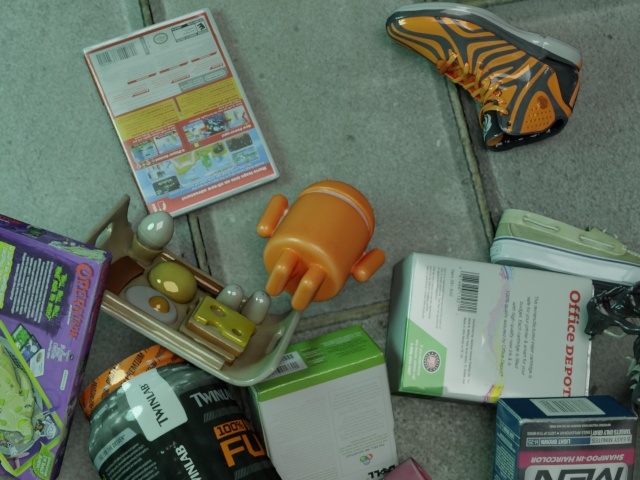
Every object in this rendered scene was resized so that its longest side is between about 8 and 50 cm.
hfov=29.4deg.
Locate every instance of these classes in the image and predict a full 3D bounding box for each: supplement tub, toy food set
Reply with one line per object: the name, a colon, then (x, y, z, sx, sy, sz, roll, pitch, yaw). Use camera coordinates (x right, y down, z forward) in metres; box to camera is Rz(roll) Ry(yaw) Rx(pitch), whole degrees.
supplement tub: (-0.170, 0.316, 1.616, 0.207, 0.207, 0.338, -29, 74, -14)
toy food set: (-0.173, 0.060, 1.671, 0.306, 0.219, 0.092, 31, 113, -3)

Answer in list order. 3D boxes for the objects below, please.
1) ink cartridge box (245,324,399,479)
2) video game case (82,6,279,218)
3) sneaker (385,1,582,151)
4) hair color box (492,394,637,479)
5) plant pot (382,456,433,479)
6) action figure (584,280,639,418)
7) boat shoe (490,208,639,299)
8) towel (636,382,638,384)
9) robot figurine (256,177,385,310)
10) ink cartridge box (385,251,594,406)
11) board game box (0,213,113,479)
ink cartridge box: (0.005, 0.274, 1.741, 0.189, 0.097, 0.255, -16, 117, -13)
video game case: (-0.207, -0.187, 1.817, 0.204, 0.025, 0.285, -21, 83, -14)
sneaker: (0.244, -0.243, 1.860, 0.321, 0.124, 0.180, 15, 76, -7)
hair color box: (0.333, 0.397, 1.705, 0.174, 0.105, 0.347, 0, 101, -10)
plant pot: (0.116, 0.433, 1.682, 0.180, 0.201, 0.201, -39, 88, 1)
action figure: (0.482, 0.176, 1.676, 0.164, 0.141, 0.275, -6, 54, -40)
boat shoe: (0.410, 0.023, 1.851, 0.302, 0.109, 0.094, 14, 75, -5)
towel: (0.642, 0.199, 1.795, 0.235, 0.121, 0.284, 43, 118, -7)
robot figurine: (0.002, 0.001, 1.749, 0.219, 0.158, 0.128, -58, 137, -40)
ink cartridge box: (0.245, 0.141, 1.789, 0.278, 0.117, 0.201, 8, 78, -9)
board game box: (-0.409, 0.142, 1.594, 0.208, 0.056, 0.346, 21, 111, 8)
